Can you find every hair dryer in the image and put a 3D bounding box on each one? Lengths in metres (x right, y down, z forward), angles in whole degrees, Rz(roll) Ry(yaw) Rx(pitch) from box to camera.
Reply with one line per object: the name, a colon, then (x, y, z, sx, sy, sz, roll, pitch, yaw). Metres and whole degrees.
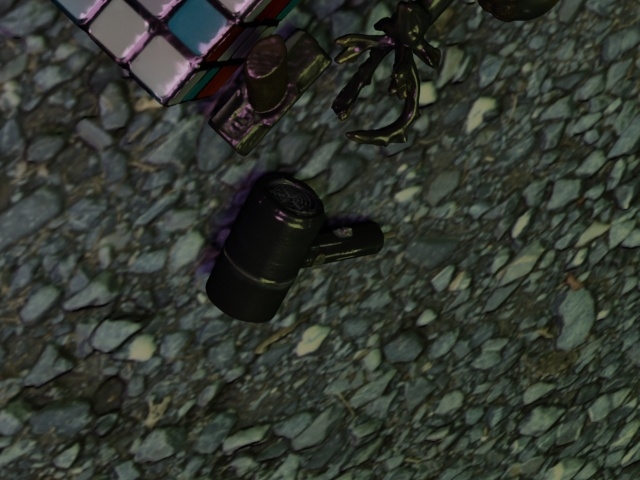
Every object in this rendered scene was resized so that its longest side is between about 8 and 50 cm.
hair dryer: (0.000, 0.000, 1.812, 0.219, 0.071, 0.124, -7, 135, -48)

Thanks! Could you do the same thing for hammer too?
hammer: (-0.037, -0.120, 1.470, 0.111, 0.043, 0.365, -46, -179, 0)

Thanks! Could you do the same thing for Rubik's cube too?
Rubik's cube: (-0.096, -0.199, 1.353, 0.155, 0.154, 0.151, -48, 178, 12)

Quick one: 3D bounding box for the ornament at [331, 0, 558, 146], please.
ornament: (0.101, -0.172, 1.657, 0.236, 0.080, 0.202, -55, 153, 0)
